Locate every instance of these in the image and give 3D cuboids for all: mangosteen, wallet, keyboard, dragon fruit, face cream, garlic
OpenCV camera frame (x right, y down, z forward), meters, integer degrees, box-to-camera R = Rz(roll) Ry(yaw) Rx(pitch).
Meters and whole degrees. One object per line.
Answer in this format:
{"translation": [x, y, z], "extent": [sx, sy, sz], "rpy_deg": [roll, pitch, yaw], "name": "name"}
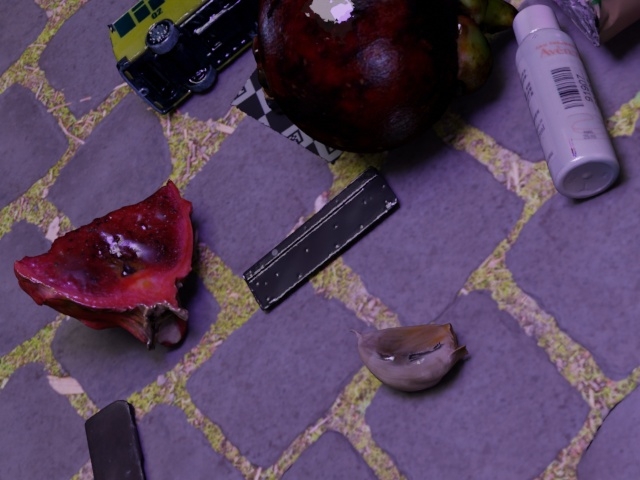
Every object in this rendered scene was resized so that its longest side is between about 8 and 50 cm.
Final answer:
{"translation": [0.066, -0.256, 1.754], "extent": [0.311, 0.311, 0.311], "rpy_deg": [-17, 55, 25], "name": "mangosteen"}
{"translation": [-0.269, 0.285, 1.820], "extent": [0.082, 0.018, 0.157], "rpy_deg": [-33, 49, 15], "name": "wallet"}
{"translation": [0.000, 0.000, 1.810], "extent": [0.231, 0.023, 0.072], "rpy_deg": [-39, 55, 8], "name": "keyboard"}
{"translation": [-0.260, 0.067, 1.871], "extent": [0.262, 0.134, 0.211], "rpy_deg": [-27, 57, -29], "name": "dragon fruit"}
{"translation": [0.288, -0.177, 1.680], "extent": [0.082, 0.082, 0.269], "rpy_deg": [-25, 53, 19], "name": "face cream"}
{"translation": [0.100, 0.140, 1.634], "extent": [0.152, 0.066, 0.084], "rpy_deg": [-10, 31, 26], "name": "garlic"}

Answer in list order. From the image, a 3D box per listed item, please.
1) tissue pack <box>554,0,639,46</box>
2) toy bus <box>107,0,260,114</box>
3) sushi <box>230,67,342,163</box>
{"translation": [0.382, -0.382, 1.702], "extent": [0.256, 0.123, 0.215], "rpy_deg": [-35, 50, 0], "name": "tissue pack"}
{"translation": [-0.184, -0.326, 2.062], "extent": [0.262, 0.128, 0.150], "rpy_deg": [-38, 44, 7], "name": "toy bus"}
{"translation": [0.017, -0.276, 1.948], "extent": [0.264, 0.050, 0.290], "rpy_deg": [33, 84, 42], "name": "sushi"}
